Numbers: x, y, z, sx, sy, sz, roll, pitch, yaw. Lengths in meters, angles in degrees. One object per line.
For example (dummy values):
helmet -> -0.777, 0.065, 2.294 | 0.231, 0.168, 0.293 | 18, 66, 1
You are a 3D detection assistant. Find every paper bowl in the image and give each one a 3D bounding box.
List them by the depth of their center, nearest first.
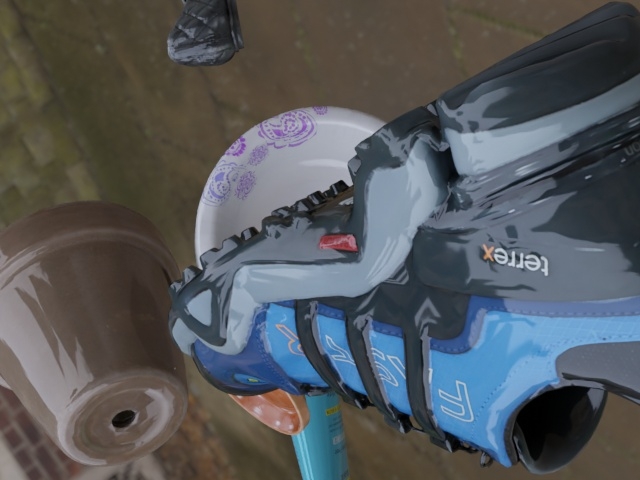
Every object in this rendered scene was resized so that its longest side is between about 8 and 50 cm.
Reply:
paper bowl -> 0.000, 0.000, 1.580 | 0.284, 0.284, 0.148 | 54, 172, 0

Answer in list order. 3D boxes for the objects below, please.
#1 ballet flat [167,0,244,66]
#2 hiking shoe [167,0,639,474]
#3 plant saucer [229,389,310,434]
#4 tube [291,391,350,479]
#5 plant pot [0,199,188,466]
ballet flat -> -0.084, -0.163, 0.937 | 0.173, 0.049, 0.057 | -110, 10, -62
hiking shoe -> 0.035, 0.035, 0.516 | 0.132, 0.113, 0.304 | 60, 152, 2
plant saucer -> -0.037, 0.067, 0.730 | 0.083, 0.013, 0.083 | 36, 156, 19
tube -> -0.002, 0.163, 1.159 | 0.052, 0.080, 0.207 | -10, 92, 21
plant pot -> -0.256, 0.126, 1.582 | 0.263, 0.263, 0.229 | 79, 165, -46
